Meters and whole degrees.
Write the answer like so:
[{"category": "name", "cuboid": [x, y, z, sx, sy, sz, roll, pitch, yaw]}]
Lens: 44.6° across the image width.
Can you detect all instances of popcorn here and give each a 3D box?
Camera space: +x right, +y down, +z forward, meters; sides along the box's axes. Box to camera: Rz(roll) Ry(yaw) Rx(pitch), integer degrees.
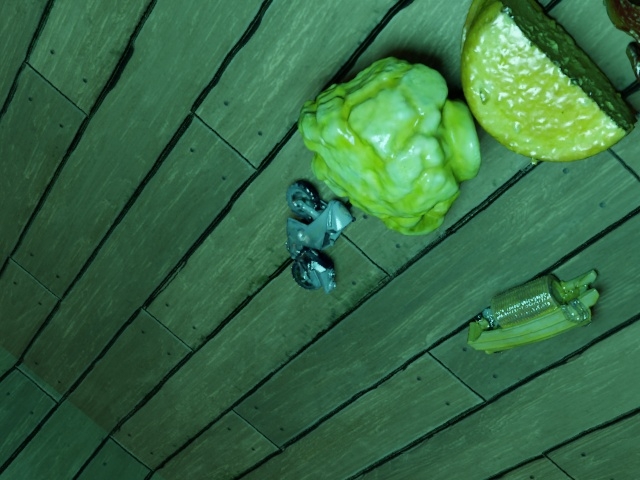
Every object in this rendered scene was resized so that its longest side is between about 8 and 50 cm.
[{"category": "popcorn", "cuboid": [0.121, -0.157, 1.382, 0.293, 0.334, 0.292, -13, 82, 4]}]

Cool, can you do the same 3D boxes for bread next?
[{"category": "bread", "cuboid": [0.340, -0.246, 1.273, 0.340, 0.194, 0.179, 42, 124, -11]}]

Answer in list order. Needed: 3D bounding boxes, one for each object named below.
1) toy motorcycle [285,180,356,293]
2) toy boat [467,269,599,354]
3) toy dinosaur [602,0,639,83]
[{"category": "toy motorcycle", "cuboid": [0.000, 0.000, 1.698, 0.159, 0.106, 0.271, 12, 125, 26]}, {"category": "toy boat", "cuboid": [0.425, 0.142, 1.589, 0.310, 0.089, 0.115, -25, 119, 38]}, {"category": "toy dinosaur", "cuboid": [0.528, -0.289, 1.148, 0.112, 0.327, 0.206, -24, 148, 4]}]
